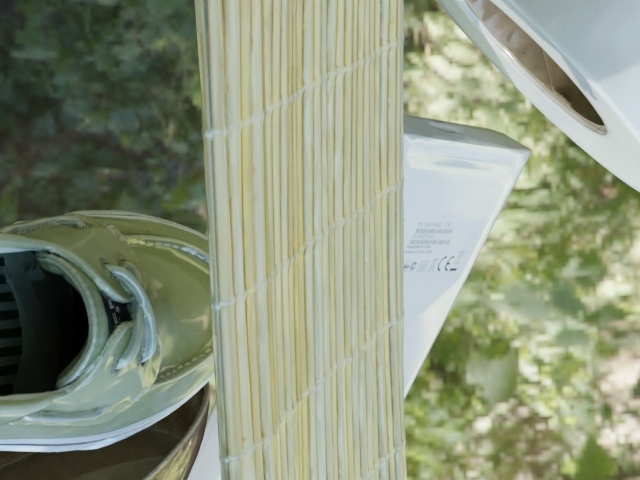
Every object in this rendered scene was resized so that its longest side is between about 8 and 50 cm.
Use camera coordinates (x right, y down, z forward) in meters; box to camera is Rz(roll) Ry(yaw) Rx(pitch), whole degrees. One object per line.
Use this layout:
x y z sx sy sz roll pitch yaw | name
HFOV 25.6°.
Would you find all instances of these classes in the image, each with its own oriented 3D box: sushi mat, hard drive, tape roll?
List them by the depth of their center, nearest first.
0.000 0.000 0.565 0.019 0.151 0.317 11 117 25 | sushi mat
0.180 -0.165 0.832 0.169 0.246 0.246 -45 144 2 | tape roll
0.022 0.061 0.970 0.040 0.308 0.203 35 -162 29 | hard drive

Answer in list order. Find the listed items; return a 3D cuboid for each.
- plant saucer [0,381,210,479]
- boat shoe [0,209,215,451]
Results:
-0.201 0.167 0.849 0.310 0.310 0.050 -15 108 28 | plant saucer
-0.119 0.042 0.590 0.094 0.109 0.302 -10 179 36 | boat shoe
